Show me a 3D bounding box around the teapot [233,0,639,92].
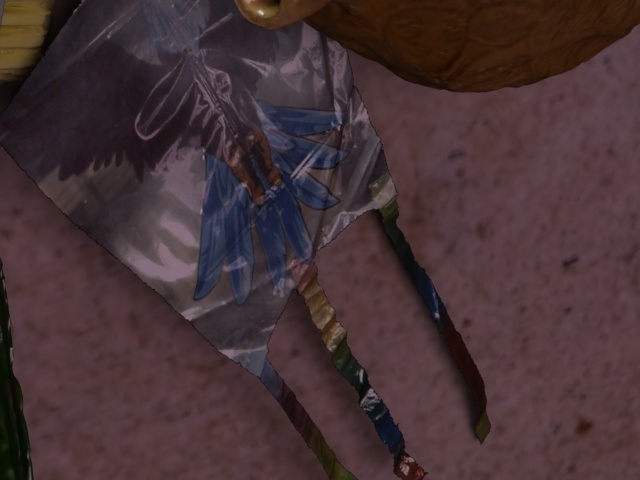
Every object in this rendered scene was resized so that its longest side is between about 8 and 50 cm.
[{"bbox_3d":[0.083,-0.161,0.567,0.311,0.167,0.203,-36,118,-23],"label":"teapot"}]

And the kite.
[{"bbox_3d":[0.001,0.000,0.647,0.169,0.015,0.310,-55,129,-28],"label":"kite"}]

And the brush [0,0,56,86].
[{"bbox_3d":[-0.126,-0.057,0.562,0.060,0.068,0.296,-9,115,-49],"label":"brush"}]

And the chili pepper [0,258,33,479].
[{"bbox_3d":[-0.199,-0.033,0.441,0.213,0.167,0.385,-35,108,-60],"label":"chili pepper"}]
